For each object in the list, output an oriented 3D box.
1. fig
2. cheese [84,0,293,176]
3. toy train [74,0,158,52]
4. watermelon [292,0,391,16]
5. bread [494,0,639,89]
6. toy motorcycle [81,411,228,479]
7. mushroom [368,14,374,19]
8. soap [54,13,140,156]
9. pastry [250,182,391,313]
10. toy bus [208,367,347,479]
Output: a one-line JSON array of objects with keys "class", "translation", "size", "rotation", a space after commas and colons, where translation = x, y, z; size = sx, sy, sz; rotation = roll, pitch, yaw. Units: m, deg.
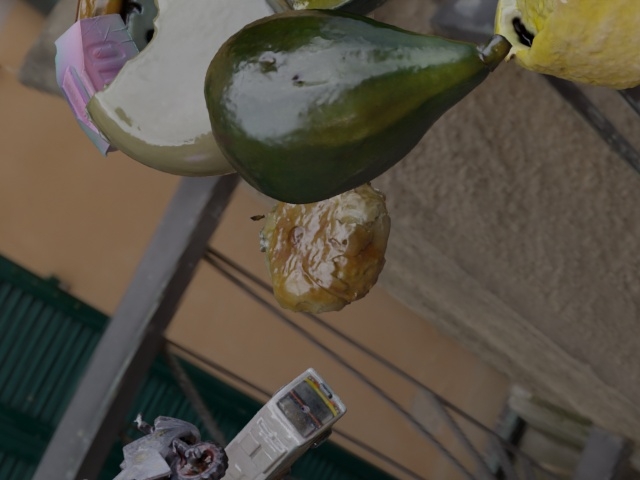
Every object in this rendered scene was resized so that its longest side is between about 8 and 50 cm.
[{"class": "fig", "translation": [0.020, -0.080, 0.712], "size": [0.177, 0.117, 0.117], "rotation": [-7, 58, 30]}, {"class": "cheese", "translation": [-0.094, -0.136, 1.038], "size": [0.202, 0.091, 0.175], "rotation": [-33, 75, 4]}, {"class": "toy train", "translation": [-0.234, -0.353, 1.639], "size": [0.231, 0.163, 0.369], "rotation": [-12, 70, 62]}, {"class": "watermelon", "translation": [0.041, -0.225, 0.816], "size": [0.075, 0.092, 0.181], "rotation": [164, 117, -74]}, {"class": "bread", "translation": [0.267, -0.242, 1.212], "size": [0.197, 0.170, 0.197], "rotation": [-175, 90, -79]}, {"class": "toy motorcycle", "translation": [-0.208, 0.258, 1.382], "size": [0.215, 0.080, 0.122], "rotation": [-24, 31, -4]}, {"class": "mushroom", "translation": [-0.006, -0.290, 1.615], "size": [0.148, 0.148, 0.112], "rotation": [6, 82, 46]}, {"class": "soap", "translation": [-0.243, -0.177, 1.444], "size": [0.056, 0.100, 0.149], "rotation": [-30, 85, 41]}, {"class": "pastry", "translation": [0.005, 0.001, 1.265], "size": [0.153, 0.081, 0.153], "rotation": [-17, 58, 29]}, {"class": "toy bus", "translation": [-0.073, 0.275, 1.676], "size": [0.092, 0.106, 0.268], "rotation": [49, 134, 10]}]
